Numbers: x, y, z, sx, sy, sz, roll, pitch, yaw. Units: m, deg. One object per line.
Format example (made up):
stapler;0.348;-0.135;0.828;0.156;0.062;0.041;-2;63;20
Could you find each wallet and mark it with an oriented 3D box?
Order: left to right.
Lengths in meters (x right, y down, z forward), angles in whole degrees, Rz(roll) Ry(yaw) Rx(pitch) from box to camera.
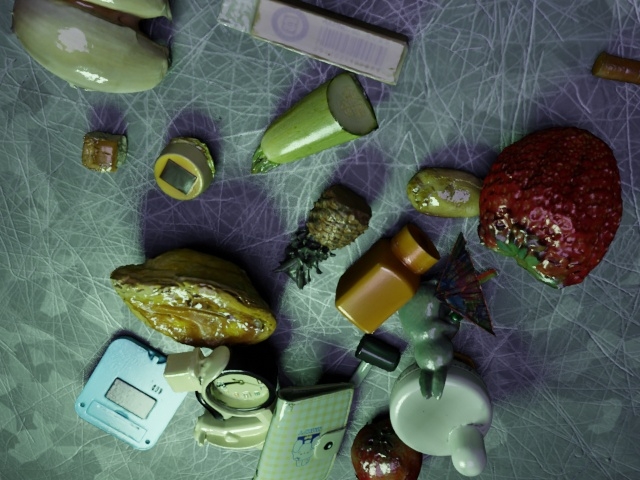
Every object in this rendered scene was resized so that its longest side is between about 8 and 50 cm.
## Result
wallet;-0.040;0.477;1.453;0.223;0.077;0.310;2;120;-29

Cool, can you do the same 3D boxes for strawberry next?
strawberry;0.449;-0.072;1.144;0.250;0.238;0.288;31;94;-44

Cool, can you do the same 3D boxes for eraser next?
eraser;-0.007;-0.388;1.117;0.343;0.144;0.078;18;116;-2

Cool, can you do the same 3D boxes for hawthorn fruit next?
hawthorn fruit;0.175;0.554;1.485;0.181;0.181;0.235;-17;120;14

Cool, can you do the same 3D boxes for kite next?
kite;0.316;0.106;1.295;0.183;0.014;0.241;-21;88;-27

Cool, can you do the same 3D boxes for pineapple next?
pineapple;0.000;0.000;1.297;0.128;0.128;0.248;36;117;-8

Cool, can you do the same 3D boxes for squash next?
squash;-0.041;-0.221;1.204;0.287;0.137;0.137;-22;108;18

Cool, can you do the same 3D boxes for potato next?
potato;0.262;-0.096;1.243;0.170;0.080;0.107;11;126;1

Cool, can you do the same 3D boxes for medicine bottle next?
medicine bottle;0.142;0.075;1.290;0.112;0.149;0.222;41;111;-11

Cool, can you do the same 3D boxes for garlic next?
garlic;-0.433;-0.432;1.131;0.313;0.249;0.286;29;85;6

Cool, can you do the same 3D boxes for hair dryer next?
hair dryer;0.107;0.320;1.460;0.100;0.057;0.198;28;122;-5

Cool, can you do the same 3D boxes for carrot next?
carrot;0.585;-0.317;1.128;0.139;0.048;0.048;12;114;-1

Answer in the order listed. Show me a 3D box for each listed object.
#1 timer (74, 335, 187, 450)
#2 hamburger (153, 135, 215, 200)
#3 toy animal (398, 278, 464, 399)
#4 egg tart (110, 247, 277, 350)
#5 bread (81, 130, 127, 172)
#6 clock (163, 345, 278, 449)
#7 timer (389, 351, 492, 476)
timer;-0.474;0.384;1.556;0.231;0.091;0.250;33;101;-6
hamburger;-0.287;-0.156;1.286;0.126;0.081;0.141;20;126;1
toy animal;0.239;0.219;1.301;0.125;0.252;0.127;9;158;-25
egg tart;-0.267;0.134;1.352;0.351;0.153;0.340;0;146;20
bread;-0.465;-0.192;1.294;0.083;0.077;0.070;10;117;4
clock;-0.205;0.399;1.462;0.276;0.120;0.379;-7;128;8
timer;0.273;0.390;1.357;0.233;0.240;0.234;2;115;5
